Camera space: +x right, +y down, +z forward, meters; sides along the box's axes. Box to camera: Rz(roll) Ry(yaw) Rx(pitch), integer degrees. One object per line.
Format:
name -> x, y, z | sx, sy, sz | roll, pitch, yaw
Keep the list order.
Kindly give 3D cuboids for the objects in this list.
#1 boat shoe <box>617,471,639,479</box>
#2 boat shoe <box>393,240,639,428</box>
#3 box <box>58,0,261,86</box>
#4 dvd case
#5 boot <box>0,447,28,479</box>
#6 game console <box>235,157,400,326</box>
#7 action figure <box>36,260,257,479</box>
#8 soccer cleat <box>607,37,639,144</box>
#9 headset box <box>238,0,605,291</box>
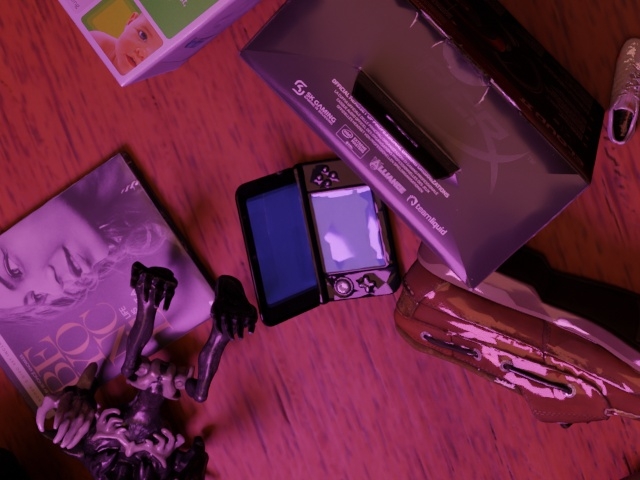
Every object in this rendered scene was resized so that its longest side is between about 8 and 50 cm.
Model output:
boat shoe -> 0.342, 0.224, 1.083 | 0.219, 0.078, 0.070 | -2, 103, 13
boat shoe -> 0.206, 0.092, 1.072 | 0.307, 0.111, 0.104 | 28, 114, 16
box -> -0.122, -0.293, 1.031 | 0.231, 0.127, 0.262 | -34, 94, 22
dvd case -> -0.213, 0.046, 1.203 | 0.221, 0.018, 0.164 | -32, 96, 20
boot -> -0.412, 0.374, 1.256 | 0.445, 0.367, 0.146 | -32, 69, -2
game console -> 0.000, 0.000, 1.108 | 0.107, 0.071, 0.122 | -7, 104, 16
action figure -> -0.155, 0.153, 1.145 | 0.164, 0.141, 0.275 | 22, 118, 0
soccer cleat -> 0.236, -0.113, 1.037 | 0.029, 0.035, 0.083 | 12, 108, 11
headset box -> 0.082, -0.105, 0.941 | 0.218, 0.293, 0.110 | 45, 110, -2
